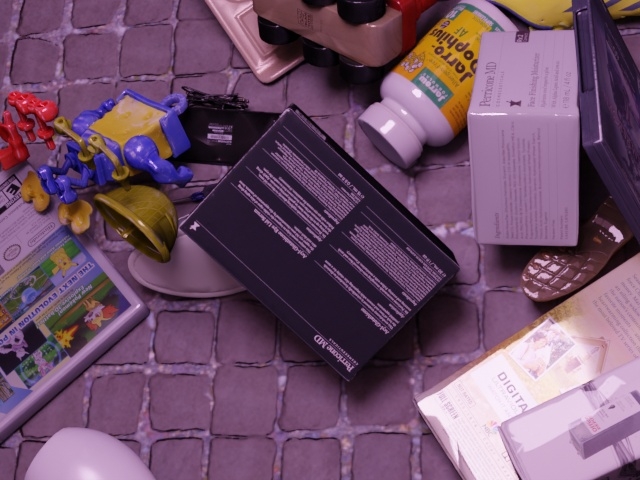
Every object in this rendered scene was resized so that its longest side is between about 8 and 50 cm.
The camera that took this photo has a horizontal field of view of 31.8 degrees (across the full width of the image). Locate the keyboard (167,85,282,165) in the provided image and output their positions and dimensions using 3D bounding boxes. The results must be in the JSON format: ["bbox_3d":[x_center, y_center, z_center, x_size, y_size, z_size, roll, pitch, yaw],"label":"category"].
[{"bbox_3d":[-0.127,-0.150,1.489,0.192,0.038,0.100,6,94,14],"label":"keyboard"}]

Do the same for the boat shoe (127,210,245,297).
[{"bbox_3d":[-0.084,-0.018,1.396,0.319,0.116,0.099,-16,38,9],"label":"boat shoe"}]

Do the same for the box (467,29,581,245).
[{"bbox_3d":[0.236,-0.117,1.272,0.119,0.182,0.181,1,40,13],"label":"box"}]

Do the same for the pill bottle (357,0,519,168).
[{"bbox_3d":[0.148,-0.191,1.387,0.208,0.117,0.117,-44,67,-6],"label":"pill bottle"}]

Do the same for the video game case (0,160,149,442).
[{"bbox_3d":[-0.432,0.094,1.457,0.329,0.036,0.300,-41,66,-5],"label":"video game case"}]

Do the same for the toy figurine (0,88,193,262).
[{"bbox_3d":[-0.240,-0.135,1.386,0.217,0.191,0.362,-37,41,-28],"label":"toy figurine"}]

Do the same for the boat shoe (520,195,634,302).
[{"bbox_3d":[0.307,0.014,1.302,0.178,0.060,0.064,-39,71,-6],"label":"boat shoe"}]

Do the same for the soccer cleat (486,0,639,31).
[{"bbox_3d":[0.320,-0.310,1.424,0.289,0.093,0.121,12,103,13],"label":"soccer cleat"}]

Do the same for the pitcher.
[{"bbox_3d":[-0.247,0.328,1.287,0.207,0.125,0.178,33,95,11],"label":"pitcher"}]

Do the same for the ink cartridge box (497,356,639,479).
[{"bbox_3d":[0.295,0.189,1.116,0.217,0.158,0.092,-25,66,4],"label":"ink cartridge box"}]

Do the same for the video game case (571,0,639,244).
[{"bbox_3d":[0.328,-0.147,1.248,0.026,0.196,0.274,-18,46,26],"label":"video game case"}]

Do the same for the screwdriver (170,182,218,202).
[{"bbox_3d":[-0.181,-0.052,1.469,0.169,0.025,0.024,-14,67,17],"label":"screwdriver"}]

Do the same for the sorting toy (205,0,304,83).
[{"bbox_3d":[-0.055,-0.344,1.508,0.193,0.038,0.208,-34,91,-2],"label":"sorting toy"}]

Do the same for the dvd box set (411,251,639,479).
[{"bbox_3d":[0.356,0.189,1.223,0.420,0.062,0.308,-34,66,-1],"label":"dvd box set"}]

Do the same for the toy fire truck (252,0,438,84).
[{"bbox_3d":[0.060,-0.342,1.403,0.217,0.159,0.246,30,52,32],"label":"toy fire truck"}]

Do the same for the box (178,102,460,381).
[{"bbox_3d":[0.000,0.000,1.275,0.261,0.103,0.184,43,98,-6],"label":"box"}]
